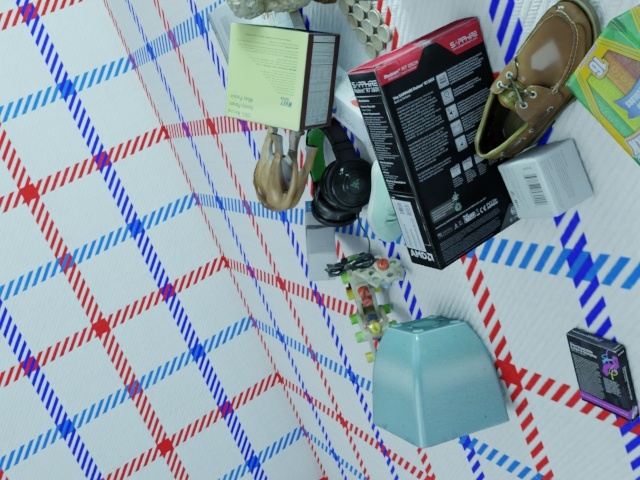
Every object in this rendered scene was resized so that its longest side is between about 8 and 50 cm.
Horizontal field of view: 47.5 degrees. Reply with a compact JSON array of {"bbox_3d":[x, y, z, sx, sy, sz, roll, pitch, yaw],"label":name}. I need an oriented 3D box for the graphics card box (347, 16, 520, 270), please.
[{"bbox_3d":[0.213,-0.163,1.254,0.094,0.233,0.370,13,129,58],"label":"graphics card box"}]

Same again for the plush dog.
[{"bbox_3d":[-0.061,-0.571,1.438,0.211,0.262,0.225,21,160,8],"label":"plush dog"}]

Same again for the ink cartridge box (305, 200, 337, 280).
[{"bbox_3d":[0.000,0.000,2.059,0.139,0.082,0.190,91,177,-53],"label":"ink cartridge box"}]

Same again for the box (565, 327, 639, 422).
[{"bbox_3d":[0.524,0.248,1.352,0.116,0.029,0.162,21,137,59],"label":"box"}]

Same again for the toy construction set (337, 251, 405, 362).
[{"bbox_3d":[0.134,0.155,1.963,0.215,0.151,0.327,-105,13,-48],"label":"toy construction set"}]

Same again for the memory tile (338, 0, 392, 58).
[{"bbox_3d":[0.090,-0.449,1.479,0.148,0.012,0.113,59,159,3],"label":"memory tile"}]

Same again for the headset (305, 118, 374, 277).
[{"bbox_3d":[0.031,-0.109,1.813,0.243,0.185,0.394,124,127,-67],"label":"headset"}]

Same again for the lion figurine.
[{"bbox_3d":[-0.100,-0.154,1.826,0.392,0.142,0.240,-96,19,-74],"label":"lion figurine"}]

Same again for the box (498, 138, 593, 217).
[{"bbox_3d":[0.366,-0.099,1.186,0.101,0.087,0.102,65,160,-10],"label":"box"}]

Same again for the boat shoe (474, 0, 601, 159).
[{"bbox_3d":[0.321,-0.225,1.103,0.110,0.104,0.307,52,157,25],"label":"boat shoe"}]

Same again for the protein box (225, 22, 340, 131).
[{"bbox_3d":[-0.083,-0.356,1.577,0.200,0.136,0.201,16,110,28],"label":"protein box"}]

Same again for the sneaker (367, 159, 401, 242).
[{"bbox_3d":[0.186,-0.061,1.645,0.151,0.094,0.255,41,153,36],"label":"sneaker"}]

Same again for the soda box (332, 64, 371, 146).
[{"bbox_3d":[0.071,-0.304,1.622,0.216,0.074,0.069,47,155,33],"label":"soda box"}]

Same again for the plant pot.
[{"bbox_3d":[0.270,0.319,1.756,0.247,0.248,0.252,180,81,-67],"label":"plant pot"}]

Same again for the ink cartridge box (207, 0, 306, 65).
[{"bbox_3d":[-0.132,-0.462,1.810,0.272,0.130,0.309,13,129,63],"label":"ink cartridge box"}]

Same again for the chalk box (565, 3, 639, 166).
[{"bbox_3d":[0.432,-0.174,0.873,0.213,0.132,0.132,54,159,18],"label":"chalk box"}]
